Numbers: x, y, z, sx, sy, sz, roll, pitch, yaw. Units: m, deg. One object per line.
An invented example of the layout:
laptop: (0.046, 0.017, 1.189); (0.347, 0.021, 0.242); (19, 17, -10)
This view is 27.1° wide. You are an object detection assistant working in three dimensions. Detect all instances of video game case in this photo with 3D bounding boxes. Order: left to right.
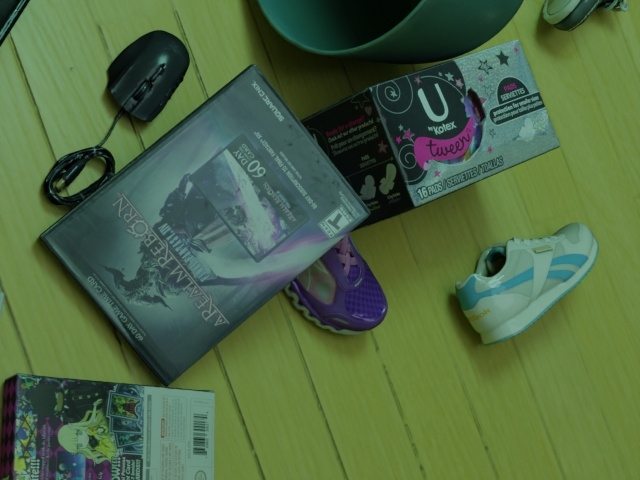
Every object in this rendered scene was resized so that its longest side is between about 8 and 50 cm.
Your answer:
video game case: (-0.198, 0.249, 1.251); (0.210, 0.042, 0.232); (9, 71, -33)
video game case: (-0.111, -0.016, 1.330); (0.274, 0.026, 0.196); (-40, 101, -11)

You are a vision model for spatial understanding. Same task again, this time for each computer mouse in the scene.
computer mouse: (-0.204, -0.129, 1.359); (0.071, 0.041, 0.242); (40, 58, -20)

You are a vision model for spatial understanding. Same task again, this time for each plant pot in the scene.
plant pot: (0.105, -0.329, 1.490); (0.235, 0.293, 0.293); (8, 71, -49)

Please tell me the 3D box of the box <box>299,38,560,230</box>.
box: (0.120, -0.120, 1.503); (0.247, 0.163, 0.142); (-24, 92, -37)

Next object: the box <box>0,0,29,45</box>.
box: (-0.434, -0.260, 1.199); (0.322, 0.079, 0.257); (40, 56, -26)

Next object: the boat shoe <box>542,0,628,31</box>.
boat shoe: (0.406, -0.367, 1.805); (0.099, 0.116, 0.319); (46, 51, -10)

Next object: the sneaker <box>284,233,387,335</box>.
sneaker: (0.000, 0.000, 1.423); (0.236, 0.104, 0.095); (53, 53, -11)

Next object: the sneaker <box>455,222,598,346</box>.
sneaker: (0.253, 0.031, 1.601); (0.229, 0.087, 0.092); (-38, 97, -38)

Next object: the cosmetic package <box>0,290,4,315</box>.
cosmetic package: (-0.385, 0.102, 1.097); (0.184, 0.151, 0.151); (18, 67, -29)
